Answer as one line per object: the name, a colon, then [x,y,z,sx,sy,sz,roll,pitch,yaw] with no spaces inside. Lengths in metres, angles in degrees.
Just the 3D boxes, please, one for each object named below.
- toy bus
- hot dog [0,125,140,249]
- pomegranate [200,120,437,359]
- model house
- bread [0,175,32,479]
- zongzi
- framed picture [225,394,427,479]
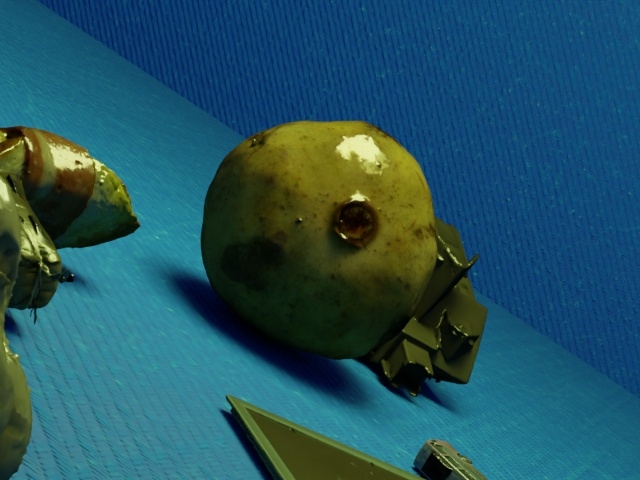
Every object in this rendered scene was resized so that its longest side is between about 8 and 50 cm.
toy bus: [0.147,0.249,1.446,0.052,0.037,0.131,18,16,-45]
hot dog: [-0.282,-0.055,1.340,0.261,0.123,0.093,22,35,-51]
pomegranate: [0.000,0.000,1.632,0.281,0.281,0.281,31,7,-4]
model house: [0.118,0.093,1.852,0.211,0.204,0.243,29,24,-20]
bread: [-0.274,0.002,0.800,0.337,0.183,0.102,36,0,24]
zongzi: [-0.303,-0.002,1.145,0.178,0.081,0.189,11,22,-33]
framed picture: [0.066,0.239,1.243,0.296,0.019,0.232,28,8,-27]
